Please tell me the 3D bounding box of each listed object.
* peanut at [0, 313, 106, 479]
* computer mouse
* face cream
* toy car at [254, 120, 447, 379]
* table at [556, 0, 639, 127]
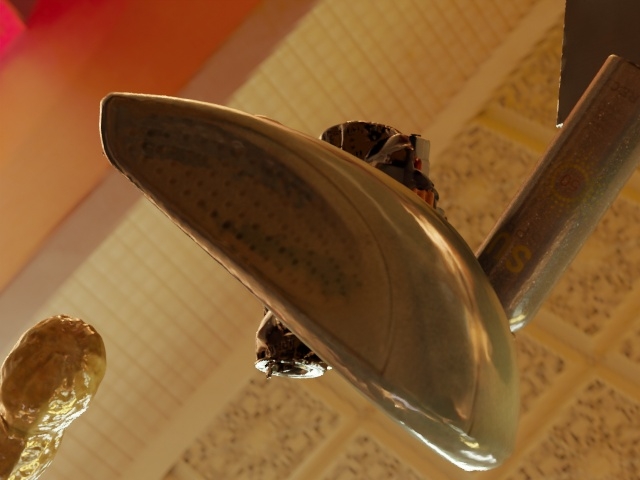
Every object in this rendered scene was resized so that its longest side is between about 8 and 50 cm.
[{"bbox_3d":[-0.250,0.147,1.473,0.193,0.089,0.089,-60,-144,25],"label":"peanut"},{"bbox_3d":[0.000,0.000,1.111,0.371,0.188,0.122,38,-92,26],"label":"computer mouse"},{"bbox_3d":[0.197,-0.023,1.442,0.283,0.073,0.073,-56,-137,4],"label":"face cream"},{"bbox_3d":[0.023,0.016,1.495,0.301,0.118,0.193,146,-47,-63],"label":"toy car"},{"bbox_3d":[0.416,-0.193,1.640,0.250,0.282,0.196,-14,-111,61],"label":"table"}]
